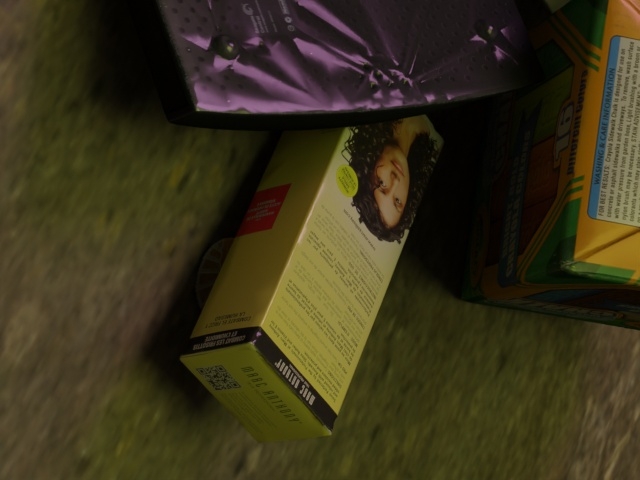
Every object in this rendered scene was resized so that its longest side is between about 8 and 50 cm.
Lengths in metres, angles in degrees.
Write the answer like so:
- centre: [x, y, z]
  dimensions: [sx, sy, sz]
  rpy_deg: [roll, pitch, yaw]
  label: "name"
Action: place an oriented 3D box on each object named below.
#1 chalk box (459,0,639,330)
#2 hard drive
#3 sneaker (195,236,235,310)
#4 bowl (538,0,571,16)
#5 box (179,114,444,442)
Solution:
- centre: [0.202, -0.038, 1.183]
  dimensions: [0.179, 0.289, 0.180]
  rpy_deg: [10, 81, -11]
  label: "chalk box"
- centre: [0.000, -0.142, 1.055]
  dimensions: [0.254, 0.054, 0.172]
  rpy_deg: [-9, 71, -37]
  label: "hard drive"
- centre: [-0.053, 0.040, 1.078]
  dimensions: [0.037, 0.032, 0.083]
  rpy_deg: [7, 85, -64]
  label: "sneaker"
- centre: [0.190, -0.229, 1.192]
  dimensions: [0.156, 0.289, 0.289]
  rpy_deg: [-34, 122, 8]
  label: "bowl"
- centre: [0.000, 0.000, 1.071]
  dimensions: [0.087, 0.058, 0.232]
  rpy_deg: [50, 47, -33]
  label: "box"
